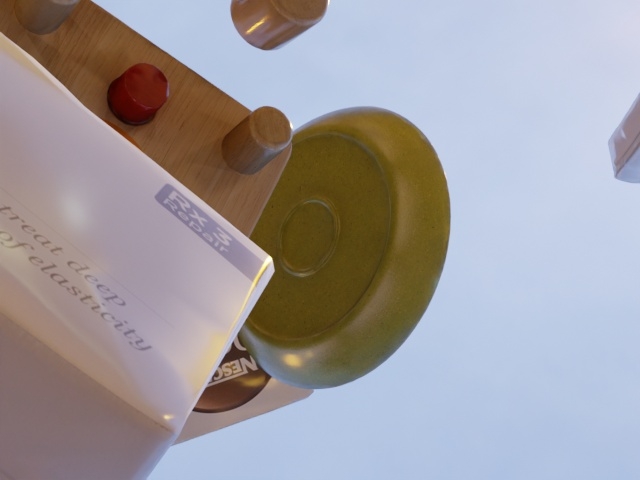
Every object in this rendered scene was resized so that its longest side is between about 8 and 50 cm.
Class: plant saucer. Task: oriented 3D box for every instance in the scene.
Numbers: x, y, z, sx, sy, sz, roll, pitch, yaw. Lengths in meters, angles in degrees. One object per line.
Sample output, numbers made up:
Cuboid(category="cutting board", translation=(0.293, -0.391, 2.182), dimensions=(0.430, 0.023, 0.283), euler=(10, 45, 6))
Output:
Cuboid(category="plant saucer", translation=(0.000, 0.000, 1.429), dimensions=(0.241, 0.037, 0.241), euler=(-16, -115, 39))

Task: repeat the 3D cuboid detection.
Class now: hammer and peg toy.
Cuboid(category="hammer and peg toy", translation=(-0.155, -0.087, 1.270), dimensions=(0.127, 0.266, 0.361), euler=(-35, -154, 55))

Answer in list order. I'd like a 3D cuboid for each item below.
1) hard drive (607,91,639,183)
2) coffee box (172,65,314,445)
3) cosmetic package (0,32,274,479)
Cuboid(category="hard drive", translation=(0.298, -0.107, 1.015), dimensions=(0.203, 0.307, 0.040), euler=(-8, -104, -5))
Cuboid(category="coffee box", translation=(-0.234, 0.032, 1.867), dimensions=(0.338, 0.334, 0.338), euler=(-18, -167, -8))
Cuboid(category="cosmetic package", translation=(-0.213, 0.100, 0.500), dimensions=(0.385, 0.217, 0.156), euler=(-53, -177, 19))
